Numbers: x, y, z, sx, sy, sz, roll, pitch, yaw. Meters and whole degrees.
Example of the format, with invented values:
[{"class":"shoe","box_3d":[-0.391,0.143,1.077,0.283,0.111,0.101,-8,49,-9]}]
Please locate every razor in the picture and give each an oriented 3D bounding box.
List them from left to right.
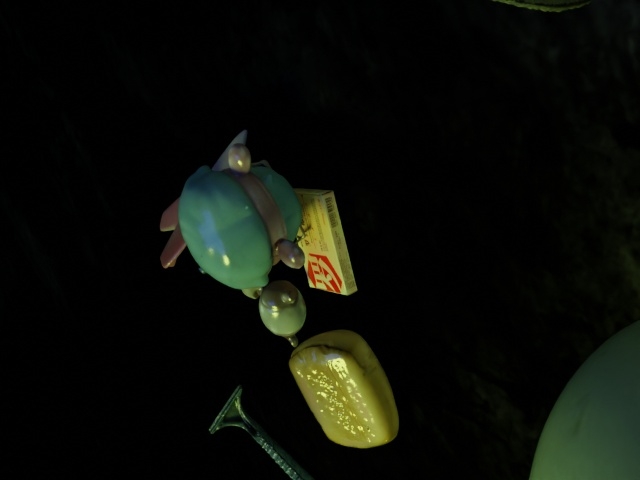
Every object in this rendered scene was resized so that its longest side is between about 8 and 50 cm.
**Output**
[{"class":"razor","box_3d":[-0.042,0.242,0.994,0.190,0.033,0.066,36,96,32]}]

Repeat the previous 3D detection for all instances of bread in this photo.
[{"class":"bread","box_3d":[0.026,0.127,0.792,0.082,0.056,0.115,-16,111,39]}]

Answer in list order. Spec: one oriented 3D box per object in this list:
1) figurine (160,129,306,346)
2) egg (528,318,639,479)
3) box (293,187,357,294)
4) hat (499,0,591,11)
[{"class":"figurine","box_3d":[-0.084,0.014,0.821,0.205,0.103,0.260,69,159,0]},{"class":"egg","box_3d":[0.196,0.156,0.404,0.203,0.203,0.283,108,170,-47]},{"class":"box","box_3d":[0.000,0.000,0.781,0.058,0.015,0.093,9,118,55]},{"class":"hat","box_3d":[0.062,-0.221,0.358,0.252,0.252,0.110,56,138,13]}]
